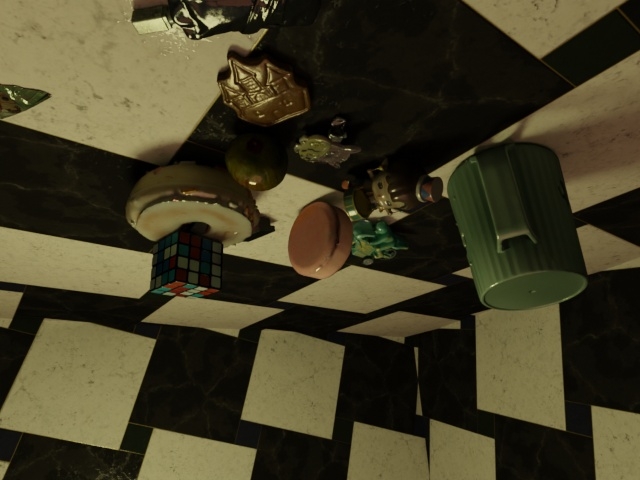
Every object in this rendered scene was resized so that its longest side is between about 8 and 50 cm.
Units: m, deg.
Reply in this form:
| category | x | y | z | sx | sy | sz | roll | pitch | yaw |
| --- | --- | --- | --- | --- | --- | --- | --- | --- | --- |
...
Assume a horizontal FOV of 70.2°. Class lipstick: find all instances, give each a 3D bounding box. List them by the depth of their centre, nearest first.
| category | x | y | z | sx | sy | sz | roll | pitch | yaw |
| --- | --- | --- | --- | --- | --- | --- | --- | --- | --- |
| lipstick | -0.258 | -0.386 | 0.787 | 0.129 | 0.030 | 0.030 | -6 | 156 | 7 |

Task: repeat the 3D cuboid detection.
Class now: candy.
| category | x | y | z | sx | sy | sz | roll | pitch | yaw |
| --- | --- | --- | --- | --- | --- | --- | --- | --- | --- |
| candy | 0.000 | 0.000 | 1.443 | 0.094 | 0.255 | 0.255 | 17 | 150 | -39 |

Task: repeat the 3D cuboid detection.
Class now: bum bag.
| category | x | y | z | sx | sy | sz | roll | pitch | yaw |
| --- | --- | --- | --- | --- | --- | --- | --- | --- | --- |
| bum bag | -0.122 | -0.395 | 0.745 | 0.248 | 0.060 | 0.123 | -3 | 156 | -4 |

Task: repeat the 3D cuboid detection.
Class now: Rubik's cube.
| category | x | y | z | sx | sy | sz | roll | pitch | yaw |
| --- | --- | --- | --- | --- | --- | --- | --- | --- | --- |
| Rubik's cube | -0.395 | 0.078 | 1.348 | 0.151 | 0.154 | 0.155 | -21 | 151 | 40 |

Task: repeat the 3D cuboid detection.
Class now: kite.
| category | x | y | z | sx | sy | sz | roll | pitch | yaw |
| --- | --- | --- | --- | --- | --- | --- | --- | --- | --- |
| kite | -0.677 | -0.321 | 0.925 | 0.229 | 0.012 | 0.250 | 7 | 154 | -23 |

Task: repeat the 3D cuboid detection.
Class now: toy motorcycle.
| category | x | y | z | sx | sy | sz | roll | pitch | yaw |
| --- | --- | --- | --- | --- | --- | --- | --- | --- | --- |
| toy motorcycle | 0.191 | -0.005 | 1.658 | 0.296 | 0.109 | 0.198 | 18 | 139 | -36 |

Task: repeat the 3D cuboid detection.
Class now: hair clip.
| category | x | y | z | sx | sy | sz | roll | pitch | yaw |
| --- | --- | --- | --- | --- | --- | --- | --- | --- | --- |
| hair clip | 0.015 | -0.237 | 1.139 | 0.146 | 0.056 | 0.187 | 13 | 156 | -17 |

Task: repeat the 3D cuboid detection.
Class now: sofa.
| category | x | y | z | sx | sy | sz | roll | pitch | yaw |
| --- | --- | --- | --- | --- | --- | --- | --- | --- | --- |
| sofa | -0.239 | -0.040 | 1.584 | 0.147 | 0.060 | 0.085 | -20 | 168 | 36 |

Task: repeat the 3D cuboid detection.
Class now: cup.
| category | x | y | z | sx | sy | sz | roll | pitch | yaw |
| --- | --- | --- | --- | --- | --- | --- | --- | --- | --- |
| cup | 0.497 | -0.047 | 1.229 | 0.401 | 0.392 | 0.310 | 17 | 145 | -28 |

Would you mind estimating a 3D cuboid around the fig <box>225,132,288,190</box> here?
| category | x | y | z | sx | sy | sz | roll | pitch | yaw |
| --- | --- | --- | --- | --- | --- | --- | --- | --- | --- |
| fig | -0.151 | -0.171 | 1.169 | 0.151 | 0.151 | 0.259 | -3 | 161 | 0 |

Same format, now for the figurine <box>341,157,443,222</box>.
| category | x | y | z | sx | sy | sz | roll | pitch | yaw |
| --- | --- | --- | --- | --- | --- | --- | --- | --- | --- |
| figurine | 0.196 | -0.139 | 1.250 | 0.275 | 0.158 | 0.161 | -18 | 113 | 36 |

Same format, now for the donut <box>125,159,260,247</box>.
| category | x | y | z | sx | sy | sz | roll | pitch | yaw |
| --- | --- | --- | --- | --- | --- | --- | --- | --- | --- |
| donut | -0.361 | -0.094 | 1.319 | 0.383 | 0.142 | 0.382 | -1 | 158 | -1 |

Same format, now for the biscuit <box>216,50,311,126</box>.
| category | x | y | z | sx | sy | sz | roll | pitch | yaw |
| --- | --- | --- | --- | --- | --- | --- | --- | --- | --- |
| biscuit | -0.126 | -0.316 | 0.959 | 0.182 | 0.034 | 0.215 | -15 | 154 | 25 |
